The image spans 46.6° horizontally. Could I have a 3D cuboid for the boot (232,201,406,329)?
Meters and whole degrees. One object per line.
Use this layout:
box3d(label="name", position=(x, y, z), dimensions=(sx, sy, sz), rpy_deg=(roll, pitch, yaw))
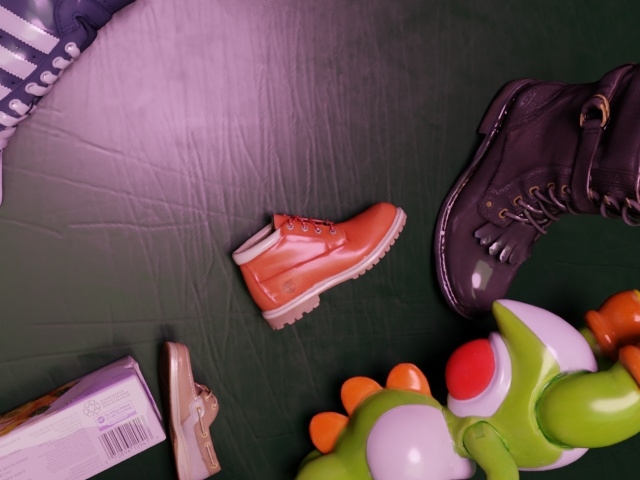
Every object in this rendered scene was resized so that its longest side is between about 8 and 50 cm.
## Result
box3d(label="boot", position=(0.000, 0.000, 0.652), dimensions=(0.158, 0.059, 0.084), rpy_deg=(-35, 103, -10))

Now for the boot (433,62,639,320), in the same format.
box3d(label="boot", position=(0.202, -0.038, 0.623), dimensions=(0.091, 0.229, 0.263), rpy_deg=(14, 93, -21))

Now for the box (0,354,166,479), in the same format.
box3d(label="box", position=(-0.283, 0.192, 0.578), dimensions=(0.324, 0.063, 0.067), rpy_deg=(-25, 104, -14))

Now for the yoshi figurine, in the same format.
box3d(label="yoshi figurine", position=(0.160, 0.198, 0.659), dimensions=(0.362, 0.203, 0.203), rpy_deg=(-24, 142, 9))

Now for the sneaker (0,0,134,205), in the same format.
box3d(label="sneaker", position=(-0.221, -0.108, 0.532), dimensions=(0.282, 0.099, 0.153), rpy_deg=(-24, 101, -7))

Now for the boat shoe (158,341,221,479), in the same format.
box3d(label="boat shoe", position=(-0.111, 0.147, 0.642), dimensions=(0.045, 0.050, 0.135), rpy_deg=(-10, 112, -21))
